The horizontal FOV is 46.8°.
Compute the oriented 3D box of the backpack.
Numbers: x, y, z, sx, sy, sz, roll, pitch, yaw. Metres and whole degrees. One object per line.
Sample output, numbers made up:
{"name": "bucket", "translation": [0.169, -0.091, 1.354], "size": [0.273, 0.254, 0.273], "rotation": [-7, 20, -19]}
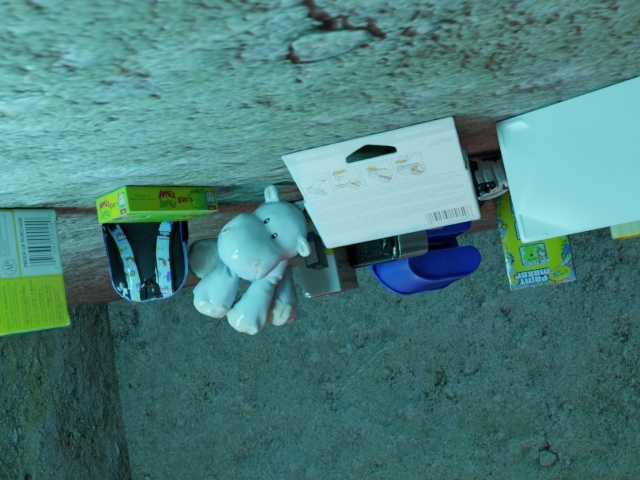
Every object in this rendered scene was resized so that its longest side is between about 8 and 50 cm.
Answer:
{"name": "backpack", "translation": [-0.322, 0.028, 1.400], "size": [0.158, 0.173, 0.117], "rotation": [-10, 175, -4]}

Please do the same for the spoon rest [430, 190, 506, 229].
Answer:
{"name": "spoon rest", "translation": [0.336, -0.115, 1.691], "size": [0.137, 0.084, 0.276], "rotation": [-7, 161, -39]}

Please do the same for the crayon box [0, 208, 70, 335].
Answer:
{"name": "crayon box", "translation": [-0.557, 0.054, 1.132], "size": [0.081, 0.202, 0.318], "rotation": [-14, 172, 41]}

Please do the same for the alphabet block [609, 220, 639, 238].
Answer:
{"name": "alphabet block", "translation": [0.750, -0.113, 1.701], "size": [0.192, 0.197, 0.193], "rotation": [-12, 174, 24]}

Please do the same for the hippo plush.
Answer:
{"name": "hippo plush", "translation": [-0.094, 0.039, 1.413], "size": [0.294, 0.234, 0.236], "rotation": [-26, 173, -28]}

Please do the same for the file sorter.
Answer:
{"name": "file sorter", "translation": [0.447, -0.123, 1.127], "size": [0.277, 0.193, 0.173], "rotation": [-14, 176, 40]}

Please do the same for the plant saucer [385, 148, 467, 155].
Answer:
{"name": "plant saucer", "translation": [0.159, -0.087, 1.337], "size": [0.188, 0.045, 0.188], "rotation": [-5, 148, -35]}

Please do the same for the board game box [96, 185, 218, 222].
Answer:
{"name": "board game box", "translation": [-0.274, -0.060, 1.254], "size": [0.092, 0.043, 0.181], "rotation": [-14, 173, 42]}

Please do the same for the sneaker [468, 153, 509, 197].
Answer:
{"name": "sneaker", "translation": [0.331, -0.125, 1.437], "size": [0.234, 0.078, 0.106], "rotation": [-16, 173, 9]}

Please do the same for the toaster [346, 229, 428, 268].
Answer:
{"name": "toaster", "translation": [0.138, -0.036, 1.615], "size": [0.110, 0.168, 0.185], "rotation": [-9, 176, -38]}

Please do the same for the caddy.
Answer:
{"name": "caddy", "translation": [0.289, 0.024, 2.118], "size": [0.341, 0.241, 0.179], "rotation": [-6, 167, -33]}

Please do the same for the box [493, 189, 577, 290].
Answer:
{"name": "box", "translation": [0.602, -0.011, 2.075], "size": [0.176, 0.279, 0.290], "rotation": [-11, 174, 16]}

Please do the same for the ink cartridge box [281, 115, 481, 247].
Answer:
{"name": "ink cartridge box", "translation": [0.103, -0.101, 1.199], "size": [0.275, 0.060, 0.239], "rotation": [-11, 138, 15]}

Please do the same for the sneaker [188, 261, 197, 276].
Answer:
{"name": "sneaker", "translation": [-0.215, 0.042, 2.074], "size": [0.295, 0.124, 0.178], "rotation": [-14, 164, 31]}

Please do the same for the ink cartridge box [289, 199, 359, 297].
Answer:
{"name": "ink cartridge box", "translation": [0.007, 0.017, 1.656], "size": [0.093, 0.213, 0.154], "rotation": [-12, 174, 18]}

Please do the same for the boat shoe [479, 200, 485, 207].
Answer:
{"name": "boat shoe", "translation": [0.363, -0.101, 1.794], "size": [0.223, 0.074, 0.080], "rotation": [-13, 174, 36]}

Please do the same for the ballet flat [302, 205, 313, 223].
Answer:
{"name": "ballet flat", "translation": [0.052, -0.094, 1.405], "size": [0.221, 0.077, 0.079], "rotation": [-17, 154, 21]}
